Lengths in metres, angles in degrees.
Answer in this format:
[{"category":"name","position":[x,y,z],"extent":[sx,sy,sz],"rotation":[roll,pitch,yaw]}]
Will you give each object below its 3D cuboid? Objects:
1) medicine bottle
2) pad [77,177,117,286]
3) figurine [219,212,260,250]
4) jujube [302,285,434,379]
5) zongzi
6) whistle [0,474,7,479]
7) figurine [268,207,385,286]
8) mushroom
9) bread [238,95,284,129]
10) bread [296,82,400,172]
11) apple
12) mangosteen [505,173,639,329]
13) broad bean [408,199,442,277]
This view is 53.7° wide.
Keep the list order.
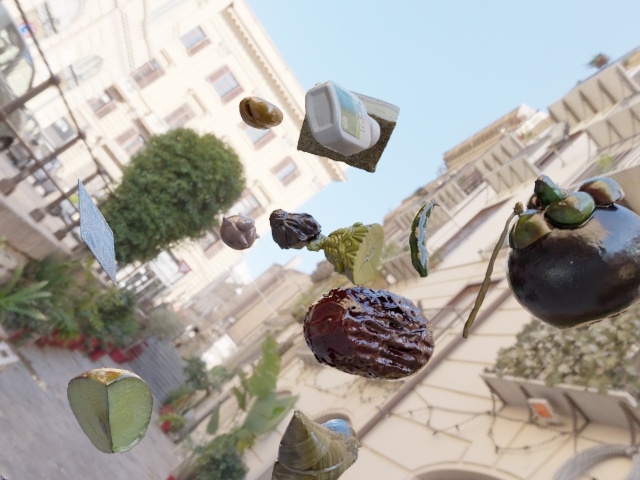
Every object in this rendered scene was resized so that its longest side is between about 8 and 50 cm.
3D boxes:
[{"category":"medicine bottle","position":[0.046,-0.224,1.199],"extent":[0.183,0.069,0.119],"rotation":[12,63,-60]},{"category":"pad","position":[-0.688,-0.018,1.959],"extent":[0.330,0.004,0.220],"rotation":[87,-11,-61]},{"category":"figurine","position":[-0.255,-0.029,1.992],"extent":[0.125,0.125,0.138],"rotation":[48,-2,5]},{"category":"jujube","position":[0.129,0.239,1.616],"extent":[0.377,0.258,0.258],"rotation":[30,-2,-36]},{"category":"zongzi","position":[0.002,0.473,1.537],"extent":[0.134,0.286,0.288],"rotation":[19,-63,31]},{"category":"whistle","position":[-1.008,0.764,1.871],"extent":[0.033,0.176,0.033],"rotation":[46,-15,16]},{"category":"figurine","position":[0.001,0.002,1.806],"extent":[0.315,0.187,0.168],"rotation":[16,-9,27]},{"category":"mushroom","position":[0.295,0.059,1.107],"extent":[0.026,0.028,0.286],"rotation":[-109,-150,-59]},{"category":"bread","position":[-0.177,-0.370,1.870],"extent":[0.114,0.077,0.189],"rotation":[5,-1,20]},{"category":"bread","position":[0.070,-0.300,1.668],"extent":[0.234,0.110,0.184],"rotation":[17,-50,-4]},{"category":"apple","position":[-0.643,0.503,1.932],"extent":[0.179,0.254,0.346],"rotation":[-113,-156,-51]},{"category":"mangosteen","position":[0.509,0.029,1.276],"extent":[0.300,0.300,0.300],"rotation":[45,-16,17]},{"category":"broad bean","position":[0.258,-0.010,1.591],"extent":[0.069,0.226,0.039],"rotation":[13,-26,7]}]
